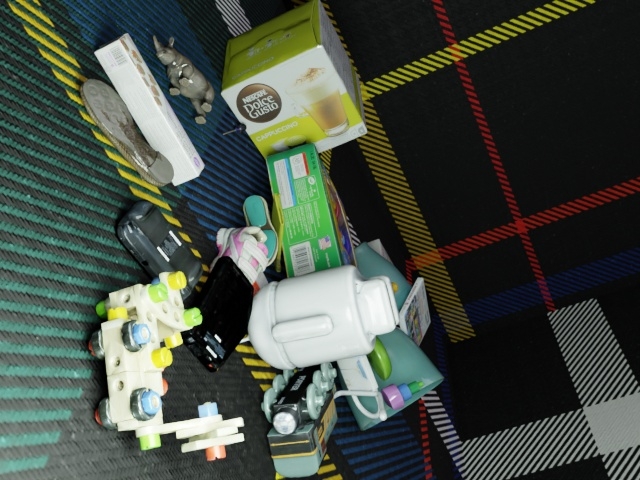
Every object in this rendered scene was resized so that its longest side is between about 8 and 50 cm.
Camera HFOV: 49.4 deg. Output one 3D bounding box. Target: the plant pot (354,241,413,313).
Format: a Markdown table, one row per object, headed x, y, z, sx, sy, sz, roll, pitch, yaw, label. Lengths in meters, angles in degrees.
| x | y | z | sx | sy | sz | roll | pitch | yaw | label |
| --- | --- | --- | --- | --- | --- | --- | --- | --- | --- |
| 0.147 | 0.154 | 2.333 | 0.255 | 0.272 | 0.272 | 55 | 15 | 2 | plant pot |

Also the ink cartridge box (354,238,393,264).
| x | y | z | sx | sy | sz | roll | pitch | yaw | label |
| --- | --- | --- | --- | --- | --- | --- | --- | --- | --- |
| 0.197 | 0.148 | 2.641 | 0.232 | 0.168 | 0.171 | 57 | 20 | -35 | ink cartridge box |

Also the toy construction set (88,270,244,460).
| x | y | z | sx | sy | sz | roll | pitch | yaw | label |
| --- | --- | --- | --- | --- | --- | --- | --- | --- | --- |
| -0.249 | 0.199 | 1.090 | 0.327 | 0.151 | 0.215 | 63 | 12 | 20 | toy construction set |

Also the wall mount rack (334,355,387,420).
| x | y | z | sx | sy | sz | roll | pitch | yaw | label |
| --- | --- | --- | --- | --- | --- | --- | --- | --- | --- |
| 0.070 | 0.321 | 1.762 | 0.130 | 0.304 | 0.350 | -25 | 96 | -35 | wall mount rack |

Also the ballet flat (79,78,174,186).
| x | y | z | sx | sy | sz | roll | pitch | yaw | label |
| --- | --- | --- | --- | --- | --- | --- | --- | --- | --- |
| -0.377 | -0.199 | 1.336 | 0.250 | 0.058 | 0.084 | 52 | 43 | -33 | ballet flat |

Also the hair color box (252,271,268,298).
| x | y | z | sx | sy | sz | roll | pitch | yaw | label |
| --- | --- | --- | --- | --- | --- | --- | --- | --- | --- |
| -0.144 | 0.140 | 1.704 | 0.141 | 0.043 | 0.072 | 64 | 16 | -15 | hair color box |

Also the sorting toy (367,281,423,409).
| x | y | z | sx | sy | sz | roll | pitch | yaw | label |
| --- | --- | --- | --- | --- | --- | --- | --- | --- | --- |
| 0.175 | 0.248 | 1.746 | 0.365 | 0.126 | 0.127 | 70 | -12 | -15 | sorting toy |

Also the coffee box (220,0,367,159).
| x | y | z | sx | sy | sz | roll | pitch | yaw | label |
| --- | --- | --- | --- | --- | --- | --- | --- | --- | --- |
| -0.080 | -0.490 | 2.192 | 0.334 | 0.338 | 0.338 | 56 | 20 | -38 | coffee box |

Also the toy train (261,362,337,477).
| x | y | z | sx | sy | sz | roll | pitch | yaw | label |
| --- | --- | --- | --- | --- | --- | --- | --- | --- | --- |
| -0.037 | 0.394 | 1.594 | 0.334 | 0.142 | 0.190 | -39 | 120 | -76 | toy train |

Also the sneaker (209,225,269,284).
| x | y | z | sx | sy | sz | roll | pitch | yaw | label |
| --- | --- | --- | --- | --- | --- | --- | --- | --- | --- |
| -0.176 | 0.047 | 1.579 | 0.252 | 0.111 | 0.103 | -94 | 158 | -46 | sneaker |

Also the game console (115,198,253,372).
| x | y | z | sx | sy | sz | roll | pitch | yaw | label |
| --- | --- | --- | --- | --- | --- | --- | --- | --- | --- |
| -0.251 | 0.069 | 1.341 | 0.361 | 0.044 | 0.213 | 57 | 35 | -30 | game console |

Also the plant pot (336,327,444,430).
| x | y | z | sx | sy | sz | roll | pitch | yaw | label |
| --- | --- | --- | --- | --- | --- | --- | --- | --- | --- |
| 0.186 | 0.392 | 2.094 | 0.235 | 0.293 | 0.293 | 58 | 11 | 19 | plant pot |

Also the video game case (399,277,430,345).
| x | y | z | sx | sy | sz | roll | pitch | yaw | label |
| --- | --- | --- | --- | --- | --- | --- | --- | --- | --- |
| 0.301 | 0.251 | 2.226 | 0.183 | 0.023 | 0.201 | -55 | 142 | -41 | video game case |

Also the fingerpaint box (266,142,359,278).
| x | y | z | sx | sy | sz | roll | pitch | yaw | label |
| --- | --- | --- | --- | --- | --- | --- | --- | --- | --- |
| 0.000 | 0.000 | 2.079 | 0.371 | 0.163 | 0.444 | 60 | 15 | -58 | fingerpaint box |

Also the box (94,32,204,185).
| x | y | z | sx | sy | sz | roll | pitch | yaw | label |
| --- | --- | --- | --- | --- | --- | --- | --- | --- | --- |
| -0.355 | -0.272 | 1.468 | 0.324 | 0.067 | 0.063 | 61 | 17 | -24 | box |

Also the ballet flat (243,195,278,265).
| x | y | z | sx | sy | sz | roll | pitch | yaw | label |
| --- | --- | --- | --- | --- | --- | --- | --- | --- | --- |
| -0.154 | -0.011 | 1.817 | 0.086 | 0.086 | 0.248 | 53 | 21 | -46 | ballet flat |

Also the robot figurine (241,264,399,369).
| x | y | z | sx | sy | sz | roll | pitch | yaw | label |
| --- | --- | --- | --- | --- | --- | --- | --- | --- | --- |
| -0.010 | 0.171 | 1.533 | 0.300 | 0.354 | 0.199 | -1 | 78 | -75 | robot figurine |

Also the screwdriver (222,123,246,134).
| x | y | z | sx | sy | sz | roll | pitch | yaw | label |
| --- | --- | --- | --- | --- | --- | --- | --- | --- | --- |
| -0.250 | -0.317 | 1.994 | 0.025 | 0.024 | 0.170 | 40 | 21 | 6 | screwdriver |

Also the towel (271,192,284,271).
| x | y | z | sx | sy | sz | roll | pitch | yaw | label |
| --- | --- | --- | --- | --- | --- | --- | --- | --- | --- |
| -0.112 | -0.017 | 1.846 | 0.237 | 0.021 | 0.102 | 100 | -22 | -56 | towel |

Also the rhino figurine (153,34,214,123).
| x | y | z | sx | sy | sz | roll | pitch | yaw | label |
| --- | --- | --- | --- | --- | --- | --- | --- | --- | --- |
| -0.337 | -0.404 | 1.695 | 0.243 | 0.073 | 0.106 | 52 | 27 | -45 | rhino figurine |
